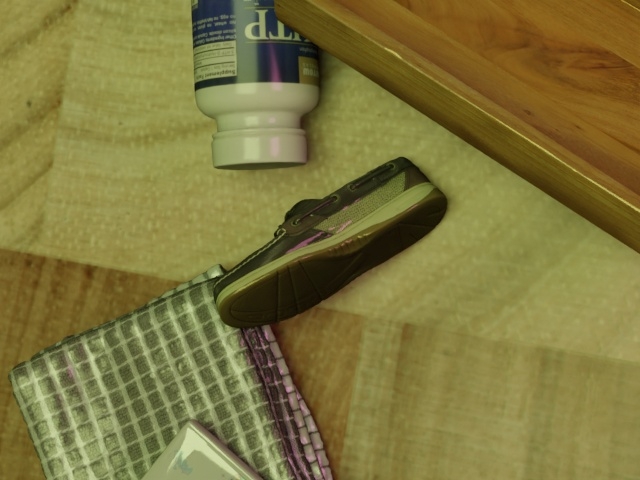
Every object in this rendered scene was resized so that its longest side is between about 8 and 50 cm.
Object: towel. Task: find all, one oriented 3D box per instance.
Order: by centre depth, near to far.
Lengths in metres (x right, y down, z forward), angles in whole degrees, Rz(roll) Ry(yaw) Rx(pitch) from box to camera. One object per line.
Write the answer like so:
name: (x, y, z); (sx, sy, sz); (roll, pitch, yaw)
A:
towel: (-0.128, 0.187, 1.608); (0.235, 0.121, 0.283); (-26, 80, 16)

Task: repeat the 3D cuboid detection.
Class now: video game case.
video game case: (-0.094, 0.254, 1.528); (0.157, 0.019, 0.143); (40, 102, 10)

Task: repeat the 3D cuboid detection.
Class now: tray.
tray: (0.184, -0.162, 1.490); (0.411, 0.076, 0.203); (35, 70, 16)

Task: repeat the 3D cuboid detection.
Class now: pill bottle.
pill bottle: (-0.057, -0.158, 1.597); (0.112, 0.112, 0.186); (-3, 88, 19)

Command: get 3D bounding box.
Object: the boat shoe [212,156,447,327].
boat shoe: (0.000, -0.001, 1.569); (0.223, 0.080, 0.073); (-28, 57, -11)
